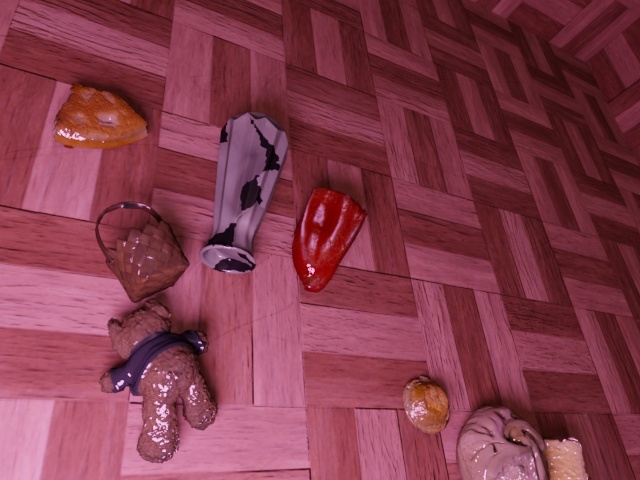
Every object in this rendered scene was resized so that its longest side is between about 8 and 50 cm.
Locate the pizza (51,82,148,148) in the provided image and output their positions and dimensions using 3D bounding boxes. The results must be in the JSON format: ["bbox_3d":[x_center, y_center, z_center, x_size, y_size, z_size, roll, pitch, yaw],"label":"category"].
[{"bbox_3d":[-0.477,-0.259,1.002,0.182,0.062,0.161,-28,86,-36],"label":"pizza"}]

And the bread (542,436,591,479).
[{"bbox_3d":[0.522,0.580,1.077,0.142,0.178,0.266,44,42,-45],"label":"bread"}]

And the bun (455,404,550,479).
[{"bbox_3d":[0.401,0.467,1.034,0.209,0.116,0.237,4,47,-13],"label":"bun"}]

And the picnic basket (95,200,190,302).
[{"bbox_3d":[-0.328,0.006,0.870,0.128,0.138,0.178,-18,74,-42],"label":"picnic basket"}]

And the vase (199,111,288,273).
[{"bbox_3d":[-0.168,-0.111,1.047,0.165,0.165,0.360,21,57,-20],"label":"vase"}]

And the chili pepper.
[{"bbox_3d":[0.000,0.000,1.111,0.144,0.136,0.253,50,51,-33],"label":"chili pepper"}]

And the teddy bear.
[{"bbox_3d":[-0.255,0.215,0.792,0.182,0.129,0.251,-22,75,-41],"label":"teddy bear"}]

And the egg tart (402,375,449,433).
[{"bbox_3d":[0.244,0.365,1.069,0.128,0.049,0.129,15,56,-23],"label":"egg tart"}]
